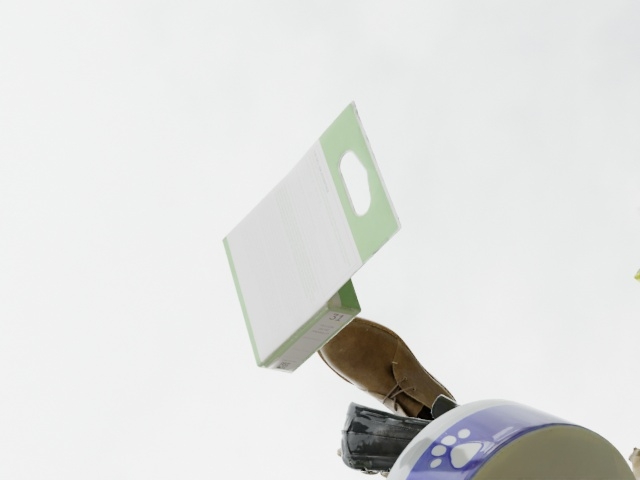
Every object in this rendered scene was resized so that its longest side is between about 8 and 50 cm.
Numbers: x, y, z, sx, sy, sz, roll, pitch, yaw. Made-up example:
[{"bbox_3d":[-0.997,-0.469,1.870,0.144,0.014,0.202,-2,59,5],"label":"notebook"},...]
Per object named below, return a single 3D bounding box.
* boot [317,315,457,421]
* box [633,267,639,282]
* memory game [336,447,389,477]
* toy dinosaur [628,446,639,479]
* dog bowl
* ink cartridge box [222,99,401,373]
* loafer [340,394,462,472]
[{"bbox_3d":[0.120,0.226,1.763,0.305,0.115,0.112,37,-83,-19],"label":"boot"},{"bbox_3d":[0.534,-0.024,1.529,0.232,0.058,0.087,-42,-19,-22],"label":"box"},{"bbox_3d":[0.121,0.383,1.956,0.186,0.186,0.012,-7,-74,-45],"label":"memory game"},{"bbox_3d":[0.362,0.278,1.174,0.053,0.183,0.092,17,-84,-19],"label":"toy dinosaur"},{"bbox_3d":[0.183,0.293,1.058,0.265,0.104,0.264,-3,-84,-29],"label":"dog bowl"},{"bbox_3d":[0.000,0.000,1.104,0.056,0.235,0.171,17,-138,-39],"label":"ink cartridge box"},{"bbox_3d":[0.128,0.193,1.094,0.076,0.223,0.078,38,-128,-67],"label":"loafer"}]
